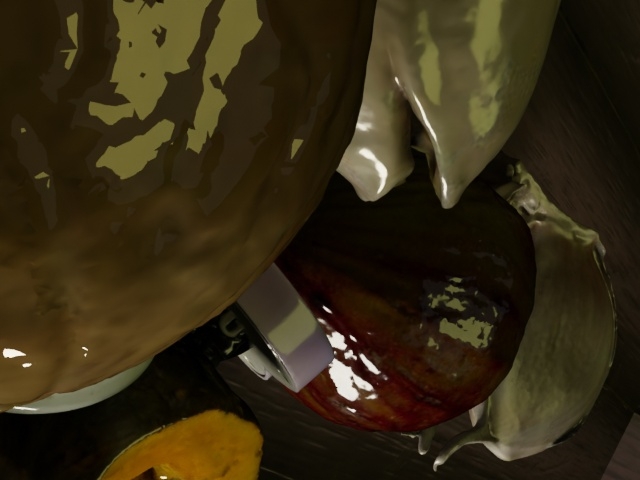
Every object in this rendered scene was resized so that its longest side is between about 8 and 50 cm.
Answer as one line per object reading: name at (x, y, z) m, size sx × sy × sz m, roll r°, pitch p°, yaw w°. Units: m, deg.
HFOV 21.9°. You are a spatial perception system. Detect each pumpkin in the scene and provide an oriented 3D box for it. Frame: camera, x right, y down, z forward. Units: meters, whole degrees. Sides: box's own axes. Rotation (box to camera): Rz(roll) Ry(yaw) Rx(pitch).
pumpkin at (-0.177, 0.186, 0.929) m, size 0.317 × 0.139 × 0.222 m, roll -47°, pitch 153°, yaw -21°

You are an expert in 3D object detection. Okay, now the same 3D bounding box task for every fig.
fig at (0.000, 0.000, 1.152) m, size 0.321 × 0.217 × 0.217 m, roll 35°, pitch 81°, yaw -37°

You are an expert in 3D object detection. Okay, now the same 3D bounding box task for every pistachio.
pistachio at (0.038, -0.178, 0.900) m, size 0.226 × 0.207 × 0.332 m, roll 100°, pitch -15°, yaw -72°

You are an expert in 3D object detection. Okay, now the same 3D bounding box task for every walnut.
walnut at (-0.126, -0.107, 0.543) m, size 0.333 × 0.333 × 0.333 m, roll -46°, pitch 151°, yaw -36°

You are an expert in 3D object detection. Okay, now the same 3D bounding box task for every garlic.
garlic at (0.150, 0.071, 1.453) m, size 0.237 × 0.210 × 0.292 m, roll 53°, pitch 56°, yaw -71°

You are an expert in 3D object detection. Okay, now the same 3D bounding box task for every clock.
clock at (-0.076, 0.021, 0.996) m, size 0.064 × 0.172 × 0.198 m, roll -40°, pitch -170°, yaw -11°

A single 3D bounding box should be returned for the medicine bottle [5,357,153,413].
medicine bottle at (-0.136, -0.054, 0.804) m, size 0.143 × 0.143 × 0.258 m, roll -35°, pitch 142°, yaw -48°
